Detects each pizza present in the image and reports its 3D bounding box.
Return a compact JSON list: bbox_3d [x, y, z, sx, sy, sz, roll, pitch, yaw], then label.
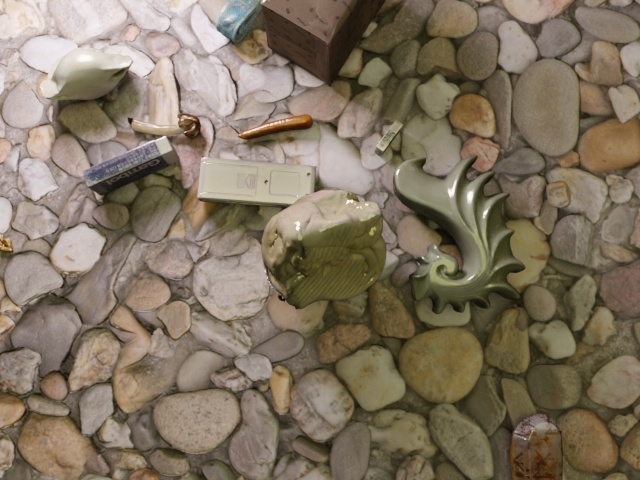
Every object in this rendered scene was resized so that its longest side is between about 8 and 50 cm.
[{"bbox_3d":[-0.772,0.002,1.426,0.083,0.016,0.037,36,78,5],"label":"pizza"}]

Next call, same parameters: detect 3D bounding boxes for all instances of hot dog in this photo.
[{"bbox_3d":[0.495,0.525,1.350,0.131,0.069,0.252,0,86,-10],"label":"hot dog"}]

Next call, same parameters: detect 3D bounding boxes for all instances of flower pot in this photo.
[{"bbox_3d":[0.315,-0.021,1.369,0.254,0.164,0.367,-9,84,4],"label":"flower pot"}]

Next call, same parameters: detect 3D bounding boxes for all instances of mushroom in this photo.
[{"bbox_3d":[-0.385,-0.282,1.448,0.187,0.061,0.060,1,88,4],"label":"mushroom"}]

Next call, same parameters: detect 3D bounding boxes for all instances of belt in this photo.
[{"bbox_3d":[-0.153,-0.629,1.477,0.072,0.087,0.302,32,84,7],"label":"belt"}]

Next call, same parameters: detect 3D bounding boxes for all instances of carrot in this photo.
[{"bbox_3d":[-0.112,-0.278,1.462,0.190,0.037,0.037,-11,83,2],"label":"carrot"}]

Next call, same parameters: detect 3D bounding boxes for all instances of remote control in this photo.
[{"bbox_3d":[-0.152,-0.136,1.432,0.277,0.055,0.103,4,83,-1],"label":"remote control"}]

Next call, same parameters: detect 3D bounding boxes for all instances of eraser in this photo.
[{"bbox_3d":[-0.449,-0.178,1.416,0.212,0.092,0.046,-25,83,-5],"label":"eraser"}]

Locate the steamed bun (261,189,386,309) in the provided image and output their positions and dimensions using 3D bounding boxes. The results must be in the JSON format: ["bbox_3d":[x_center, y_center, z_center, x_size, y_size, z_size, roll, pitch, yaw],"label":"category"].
[{"bbox_3d":[0.000,0.000,1.341,0.280,0.268,0.207,-17,48,-16],"label":"steamed bun"}]

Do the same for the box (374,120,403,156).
[{"bbox_3d":[0.166,-0.249,1.449,0.024,0.054,0.083,37,84,1],"label":"box"}]

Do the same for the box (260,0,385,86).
[{"bbox_3d":[0.020,-0.570,1.403,0.190,0.225,0.297,31,83,5],"label":"box"}]

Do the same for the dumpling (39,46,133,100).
[{"bbox_3d":[-0.567,-0.414,1.442,0.229,0.124,0.151,-16,47,-8],"label":"dumpling"}]
